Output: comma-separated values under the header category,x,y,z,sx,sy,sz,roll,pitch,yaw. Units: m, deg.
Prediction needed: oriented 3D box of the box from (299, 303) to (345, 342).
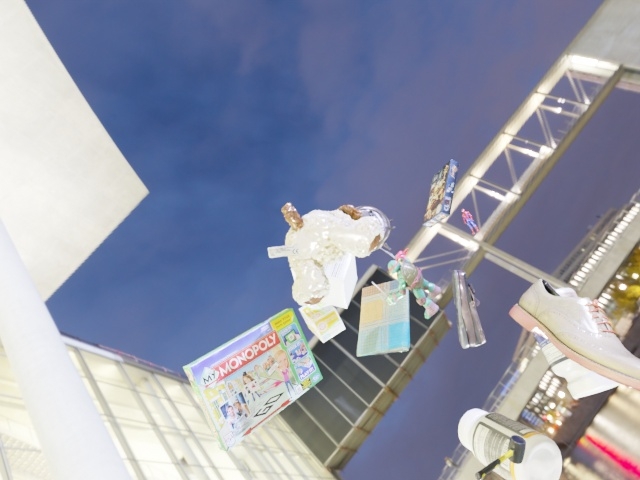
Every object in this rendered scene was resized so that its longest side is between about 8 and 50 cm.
category,x,y,z,sx,sy,sz,roll,pitch,yaw
box,0.004,0.329,1.785,0.114,0.203,0.103,-30,-75,-14

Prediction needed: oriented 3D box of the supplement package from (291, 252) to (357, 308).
category,x,y,z,sx,sy,sz,roll,pitch,yaw
supplement package,0.020,0.129,1.616,0.194,0.202,0.149,80,-153,-50

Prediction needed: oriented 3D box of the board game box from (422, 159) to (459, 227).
category,x,y,z,sx,sy,sz,roll,pitch,yaw
board game box,0.500,-0.191,1.762,0.165,0.042,0.244,126,161,-69

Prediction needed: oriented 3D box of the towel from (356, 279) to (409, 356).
category,x,y,z,sx,sy,sz,roll,pitch,yaw
towel,0.307,0.370,2.045,0.040,0.271,0.371,42,-137,-38

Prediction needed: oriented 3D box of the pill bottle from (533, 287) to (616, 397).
category,x,y,z,sx,sy,sz,roll,pitch,yaw
pill bottle,0.680,0.276,1.152,0.153,0.265,0.153,-12,-31,-7

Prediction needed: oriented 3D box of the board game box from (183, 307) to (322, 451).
category,x,y,z,sx,sy,sz,roll,pitch,yaw
board game box,-0.156,0.335,1.069,0.317,0.046,0.214,-25,-87,-40

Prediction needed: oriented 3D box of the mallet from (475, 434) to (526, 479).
category,x,y,z,sx,sy,sz,roll,pitch,yaw
mallet,0.434,0.541,1.026,0.189,0.039,0.063,-14,-70,-34

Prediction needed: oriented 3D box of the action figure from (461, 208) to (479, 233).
category,x,y,z,sx,sy,sz,roll,pitch,yaw
action figure,0.634,-0.084,1.807,0.030,0.115,0.038,-5,-26,-45

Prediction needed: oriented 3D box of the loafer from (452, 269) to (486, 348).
category,x,y,z,sx,sy,sz,roll,pitch,yaw
loafer,0.548,0.249,1.566,0.109,0.095,0.303,-60,-39,-76

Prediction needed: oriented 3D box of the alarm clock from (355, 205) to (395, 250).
category,x,y,z,sx,sy,sz,roll,pitch,yaw
alarm clock,0.113,-0.041,1.203,0.064,0.191,0.130,102,177,-58

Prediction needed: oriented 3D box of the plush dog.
category,x,y,z,sx,sy,sz,roll,pitch,yaw
plush dog,0.000,0.000,1.016,0.262,0.210,0.225,-46,-3,6

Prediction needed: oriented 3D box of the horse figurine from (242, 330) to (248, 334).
category,x,y,z,sx,sy,sz,roll,pitch,yaw
horse figurine,-0.233,0.383,1.549,0.174,0.066,0.263,-19,-39,-16

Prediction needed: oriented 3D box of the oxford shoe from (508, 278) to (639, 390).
category,x,y,z,sx,sy,sz,roll,pitch,yaw
oxford shoe,0.552,0.185,0.884,0.122,0.348,0.130,23,-80,-28

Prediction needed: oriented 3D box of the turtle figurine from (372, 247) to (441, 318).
category,x,y,z,sx,sy,sz,roll,pitch,yaw
turtle figurine,0.261,0.124,1.284,0.234,0.118,0.175,38,-118,-12

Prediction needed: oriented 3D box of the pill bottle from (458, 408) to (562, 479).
category,x,y,z,sx,sy,sz,roll,pitch,yaw
pill bottle,0.558,0.621,1.280,0.162,0.278,0.162,1,-92,-19
